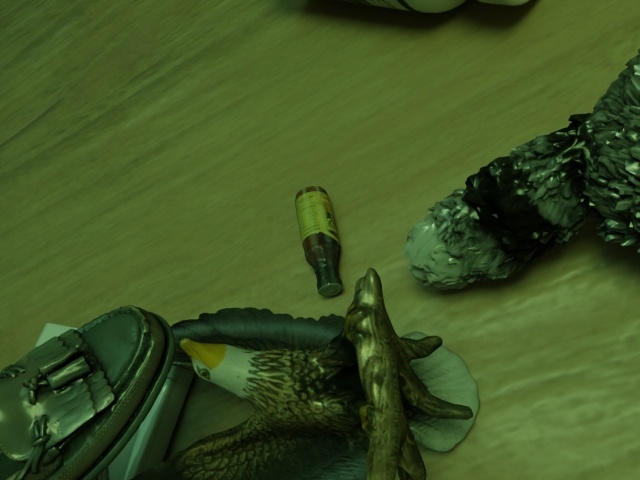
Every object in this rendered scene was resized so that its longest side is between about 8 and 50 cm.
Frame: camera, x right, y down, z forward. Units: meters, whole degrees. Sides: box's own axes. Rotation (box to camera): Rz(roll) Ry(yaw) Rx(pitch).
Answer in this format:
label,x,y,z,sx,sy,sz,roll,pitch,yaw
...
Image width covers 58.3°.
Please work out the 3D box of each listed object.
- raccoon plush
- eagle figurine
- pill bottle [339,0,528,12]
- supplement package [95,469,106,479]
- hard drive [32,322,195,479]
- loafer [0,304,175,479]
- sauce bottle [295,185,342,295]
label,x,y,z,sx,sy,sz,roll,pitch,yaw
raccoon plush,0.313,0.015,0.408,0.446,0.216,0.299,-41,60,37
eagle figurine,-0.040,0.138,0.496,0.298,0.225,0.226,-34,4,42
pill bottle,0.094,-0.396,0.701,0.363,0.210,0.210,25,76,36
supplement package,-0.301,0.299,0.479,0.204,0.145,0.261,-29,52,9
hard drive,-0.287,0.271,0.611,0.233,0.047,0.353,4,64,29
loafer,-0.217,0.143,0.390,0.267,0.084,0.096,-45,54,-8
sauce bottle,0.000,0.000,0.624,0.042,0.042,0.128,-22,57,15
